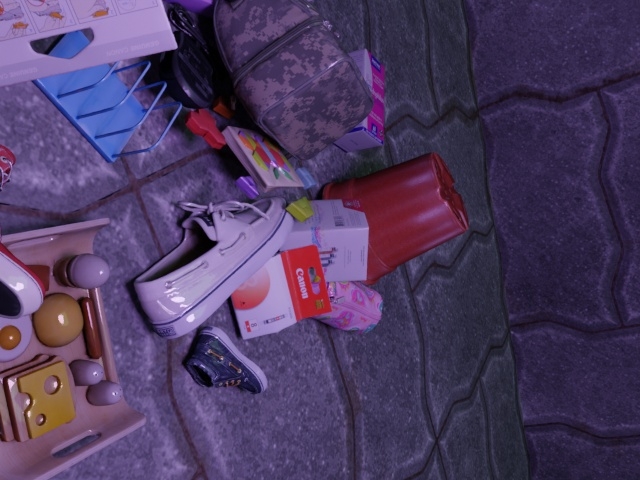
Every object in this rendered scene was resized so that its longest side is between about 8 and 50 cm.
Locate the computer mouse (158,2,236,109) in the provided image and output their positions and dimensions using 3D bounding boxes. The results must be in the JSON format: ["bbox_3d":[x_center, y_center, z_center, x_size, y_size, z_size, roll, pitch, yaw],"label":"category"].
[{"bbox_3d":[-0.210,-0.274,1.072,0.184,0.060,0.261,48,21,-42],"label":"computer mouse"}]

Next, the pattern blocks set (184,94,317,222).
[{"bbox_3d":[-0.107,-0.155,1.168,0.285,0.026,0.325,50,20,-6],"label":"pattern blocks set"}]

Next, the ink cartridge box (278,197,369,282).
[{"bbox_3d":[0.000,0.000,1.254,0.128,0.176,0.127,-98,-173,-57],"label":"ink cartridge box"}]

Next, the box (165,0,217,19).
[{"bbox_3d":[-0.228,-0.518,1.119,0.293,0.057,0.200,-7,92,-59],"label":"box"}]

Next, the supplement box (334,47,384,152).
[{"bbox_3d":[0.088,-0.349,1.569,0.111,0.114,0.219,21,66,-55],"label":"supplement box"}]

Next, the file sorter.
[{"bbox_3d":[-0.302,-0.221,0.909,0.170,0.105,0.118,55,42,-40],"label":"file sorter"}]

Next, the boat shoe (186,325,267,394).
[{"bbox_3d":[-0.168,0.239,1.110,0.183,0.065,0.083,53,44,-31],"label":"boat shoe"}]

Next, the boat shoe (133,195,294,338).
[{"bbox_3d":[-0.184,-0.008,1.067,0.367,0.136,0.156,-47,122,-39],"label":"boat shoe"}]

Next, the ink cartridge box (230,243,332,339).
[{"bbox_3d":[-0.077,0.098,1.175,0.045,0.180,0.145,-103,180,-77],"label":"ink cartridge box"}]

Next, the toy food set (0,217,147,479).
[{"bbox_3d":[-0.337,0.135,0.810,0.220,0.093,0.305,-19,102,-59],"label":"toy food set"}]

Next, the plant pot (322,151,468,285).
[{"bbox_3d":[0.188,-0.067,1.475,0.272,0.265,0.272,48,29,-37],"label":"plant pot"}]

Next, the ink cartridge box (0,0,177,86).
[{"bbox_3d":[-0.327,-0.319,0.724,0.060,0.275,0.238,-93,171,-52],"label":"ink cartridge box"}]

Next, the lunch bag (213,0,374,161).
[{"bbox_3d":[-0.059,-0.330,1.182,0.256,0.213,0.305,56,9,16],"label":"lunch bag"}]

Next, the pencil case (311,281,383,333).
[{"bbox_3d":[0.037,0.135,1.402,0.284,0.124,0.124,30,61,-56],"label":"pencil case"}]

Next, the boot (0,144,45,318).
[{"bbox_3d":[-0.366,-0.032,0.690,0.244,0.088,0.176,35,38,4],"label":"boot"}]
